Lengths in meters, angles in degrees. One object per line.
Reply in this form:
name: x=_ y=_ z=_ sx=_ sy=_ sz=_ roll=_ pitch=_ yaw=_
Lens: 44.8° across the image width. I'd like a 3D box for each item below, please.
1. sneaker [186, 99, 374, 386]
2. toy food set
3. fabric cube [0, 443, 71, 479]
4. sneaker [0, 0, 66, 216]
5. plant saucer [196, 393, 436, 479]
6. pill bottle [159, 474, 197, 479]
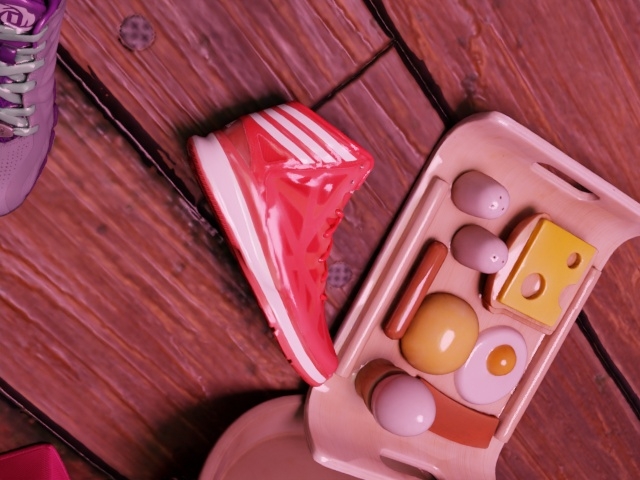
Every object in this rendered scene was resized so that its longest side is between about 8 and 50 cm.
sneaker: x=0.000 y=0.000 z=0.583 sx=0.128 sy=0.087 sz=0.221 roll=-27 pitch=117 yaw=-7
toy food set: x=0.146 y=0.076 z=0.652 sx=0.220 sy=0.092 sz=0.306 roll=26 pitch=96 yaw=-26
fabric cube: x=-0.262 y=0.345 z=0.520 sx=0.254 sy=0.258 sz=0.259 roll=-18 pitch=114 yaw=-12
sneaker: x=-0.195 y=-0.113 z=0.464 sx=0.083 sy=0.098 sz=0.223 roll=7 pitch=106 yaw=-22
plant saucer: x=0.013 y=0.252 z=0.600 sx=0.278 sy=0.277 sz=0.041 roll=27 pitch=129 yaw=-26
pill bottle: x=-0.049 y=0.283 z=0.648 sx=0.219 sy=0.123 sz=0.122 roll=26 pitch=99 yaw=-26
